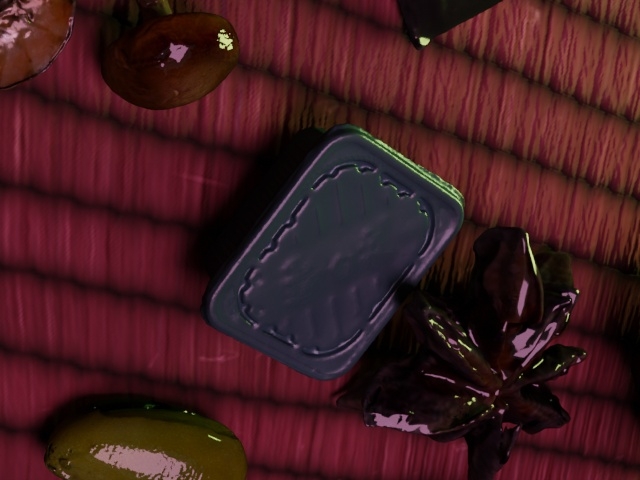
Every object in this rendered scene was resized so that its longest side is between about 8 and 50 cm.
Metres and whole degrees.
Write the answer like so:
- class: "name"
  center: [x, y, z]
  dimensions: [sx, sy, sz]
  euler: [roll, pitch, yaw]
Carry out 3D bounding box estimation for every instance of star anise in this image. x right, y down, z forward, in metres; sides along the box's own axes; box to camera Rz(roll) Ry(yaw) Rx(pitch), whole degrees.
- class: "star anise"
  center: [0.122, 0.095, 1.346]
  dimensions: [0.212, 0.129, 0.283]
  euler: [-47, 150, 9]

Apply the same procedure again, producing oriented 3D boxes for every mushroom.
- class: "mushroom"
  center: [-0.104, -0.131, 1.084]
  dimensions: [0.088, 0.073, 0.129]
  euler: [-13, 132, 18]

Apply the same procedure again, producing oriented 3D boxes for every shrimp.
- class: "shrimp"
  center: [-0.232, -0.143, 1.009]
  dimensions: [0.195, 0.035, 0.148]
  euler: [-22, 133, -29]

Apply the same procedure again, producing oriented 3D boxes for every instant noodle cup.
- class: "instant noodle cup"
  center: [0.000, 0.000, 1.246]
  dimensions: [0.157, 0.070, 0.179]
  euler: [30, 102, -42]

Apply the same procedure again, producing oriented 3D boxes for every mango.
- class: "mango"
  center: [-0.127, 0.166, 1.275]
  dimensions: [0.165, 0.074, 0.091]
  euler: [10, 116, -38]

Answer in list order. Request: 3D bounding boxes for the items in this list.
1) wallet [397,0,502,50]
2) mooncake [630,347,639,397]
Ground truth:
- class: "wallet"
  center: [0.139, -0.302, 1.146]
  dimensions: [0.247, 0.041, 0.323]
  euler: [-29, 136, -13]
- class: "mooncake"
  center: [0.425, 0.193, 1.467]
  dimensions: [0.212, 0.381, 0.350]
  euler: [-32, 171, -5]
